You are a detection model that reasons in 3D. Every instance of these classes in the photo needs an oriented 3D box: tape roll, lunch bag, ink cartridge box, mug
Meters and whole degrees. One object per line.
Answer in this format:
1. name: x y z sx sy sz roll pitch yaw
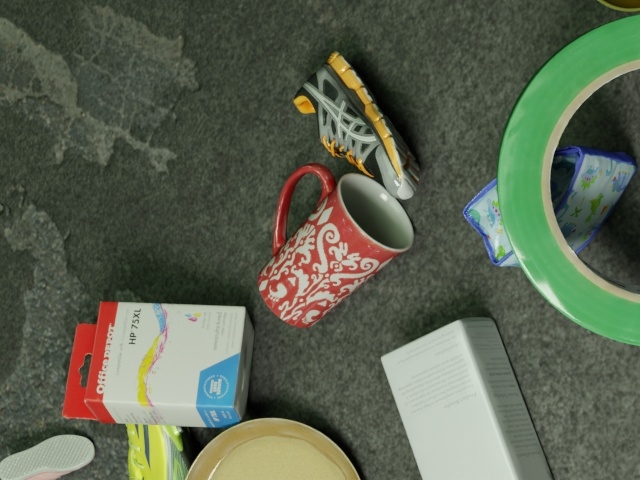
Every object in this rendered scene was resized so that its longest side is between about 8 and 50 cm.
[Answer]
1. tape roll: 0.331 -0.059 1.513 0.321 0.077 0.321 1 96 6
2. lunch bag: 0.246 -0.044 1.641 0.151 0.128 0.096 -41 65 28
3. ink cartridge box: -0.204 0.150 1.912 0.231 0.078 0.134 1 64 8
4. mug: 0.008 0.004 1.836 0.169 0.113 0.150 -45 48 31

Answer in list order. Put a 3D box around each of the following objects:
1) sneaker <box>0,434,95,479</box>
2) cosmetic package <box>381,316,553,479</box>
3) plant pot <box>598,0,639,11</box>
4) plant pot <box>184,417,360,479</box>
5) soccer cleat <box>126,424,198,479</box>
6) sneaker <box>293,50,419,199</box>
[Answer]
1. sneaker: -0.363 0.302 2.126 0.134 0.070 0.051 -17 66 5
2. cosmetic package: 0.165 0.210 1.715 0.117 0.085 0.231 -28 73 32
3. plant pot: 0.343 -0.294 1.603 0.134 0.095 0.134 -2 87 36
4. plant pot: -0.053 0.329 1.861 0.236 0.032 0.236 -1 85 16
5. soccer cleat: -0.208 0.267 1.972 0.121 0.093 0.289 -32 71 13
6. sneaker: 0.043 -0.121 1.815 0.083 0.084 0.215 -35 55 6
